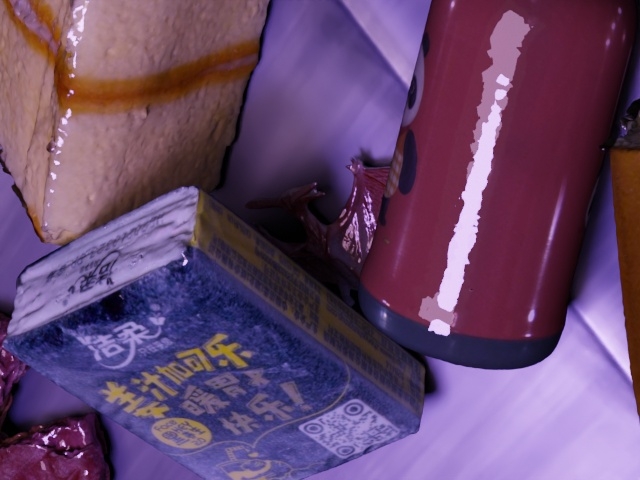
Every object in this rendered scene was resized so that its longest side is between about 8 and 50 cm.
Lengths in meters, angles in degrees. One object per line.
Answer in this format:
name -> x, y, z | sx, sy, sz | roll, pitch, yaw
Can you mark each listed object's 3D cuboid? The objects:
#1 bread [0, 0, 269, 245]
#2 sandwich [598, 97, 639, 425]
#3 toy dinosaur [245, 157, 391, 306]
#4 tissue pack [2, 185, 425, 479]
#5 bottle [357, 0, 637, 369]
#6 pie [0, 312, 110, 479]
bread -> -0.193, -0.161, 1.315 | 0.236, 0.198, 0.263 | 30, 118, 26
sandwich -> 0.256, 0.028, 1.154 | 0.128, 0.122, 0.236 | 2, 107, 33
toy dinosaur -> 0.001, 0.000, 1.338 | 0.220, 0.032, 0.108 | -32, 91, 34
tissue pack -> -0.072, 0.084, 1.292 | 0.185, 0.081, 0.257 | -25, 132, 31
bottle -> 0.128, -0.092, 1.181 | 0.144, 0.144, 0.336 | 22, 111, 22
pie -> -0.278, 0.164, 1.530 | 0.204, 0.054, 0.219 | -25, 93, 32
